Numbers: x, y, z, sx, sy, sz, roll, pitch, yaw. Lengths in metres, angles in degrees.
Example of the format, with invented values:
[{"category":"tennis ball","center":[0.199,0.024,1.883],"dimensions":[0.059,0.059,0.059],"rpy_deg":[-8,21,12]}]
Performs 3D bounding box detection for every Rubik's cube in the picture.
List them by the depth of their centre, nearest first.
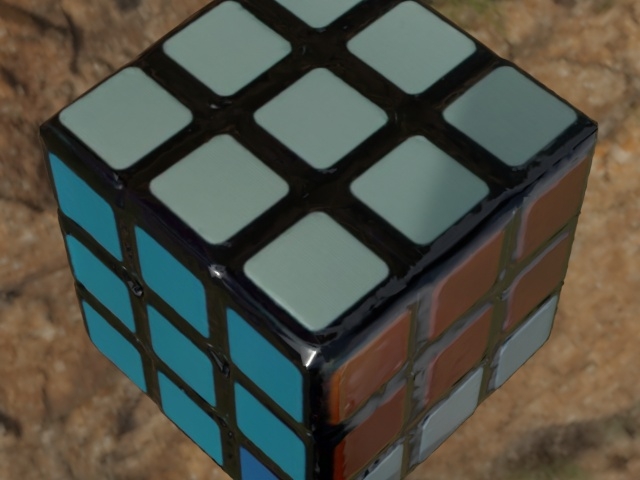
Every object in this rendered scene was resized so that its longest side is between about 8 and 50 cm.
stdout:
[{"category":"Rubik's cube","center":[0.000,0.000,0.623],"dimensions":[0.163,0.162,0.160],"rpy_deg":[-41,153,-25]}]
